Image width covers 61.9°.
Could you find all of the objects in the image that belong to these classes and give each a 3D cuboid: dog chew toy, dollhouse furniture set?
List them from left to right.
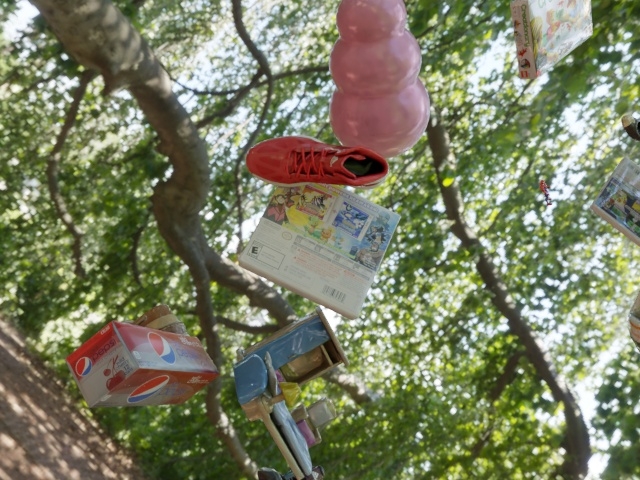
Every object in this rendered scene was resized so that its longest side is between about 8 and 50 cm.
[{"bbox_3d":[-0.011,0.307,1.002,0.286,0.198,0.303,63,-6,-14],"label":"dollhouse furniture set"},{"bbox_3d":[0.107,-0.328,1.041,0.206,0.207,0.332,32,-35,40],"label":"dog chew toy"}]

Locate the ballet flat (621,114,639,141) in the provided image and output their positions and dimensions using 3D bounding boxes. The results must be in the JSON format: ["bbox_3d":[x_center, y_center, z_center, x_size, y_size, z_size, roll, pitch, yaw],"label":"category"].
[{"bbox_3d":[0.872,-0.278,1.412,0.173,0.057,0.049,37,-16,-1],"label":"ballet flat"}]

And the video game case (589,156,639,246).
[{"bbox_3d":[0.807,-0.087,1.350,0.201,0.183,0.023,40,-18,4],"label":"video game case"}]

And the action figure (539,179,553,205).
[{"bbox_3d":[0.744,-0.162,1.759,0.030,0.038,0.115,-10,-39,35],"label":"action figure"}]

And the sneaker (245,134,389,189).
[{"bbox_3d":[-0.004,-0.121,0.784,0.128,0.221,0.087,-138,-132,-89],"label":"sneaker"}]

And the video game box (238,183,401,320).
[{"bbox_3d":[0.000,0.000,0.854,0.205,0.187,0.048,26,-16,-1],"label":"video game box"}]

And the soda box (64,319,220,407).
[{"bbox_3d":[-0.260,0.196,0.826,0.083,0.092,0.263,51,0,20],"label":"soda box"}]

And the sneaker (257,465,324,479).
[{"bbox_3d":[-0.065,0.614,1.366,0.106,0.162,0.281,56,-20,30],"label":"sneaker"}]

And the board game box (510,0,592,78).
[{"bbox_3d":[0.602,-0.568,1.375,0.053,0.305,0.193,18,-42,48],"label":"board game box"}]

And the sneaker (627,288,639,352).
[{"bbox_3d":[0.701,0.082,0.978,0.127,0.321,0.126,43,0,-34],"label":"sneaker"}]

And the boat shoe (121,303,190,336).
[{"bbox_3d":[-0.385,0.224,1.115,0.324,0.122,0.120,-31,-103,33],"label":"boat shoe"}]
